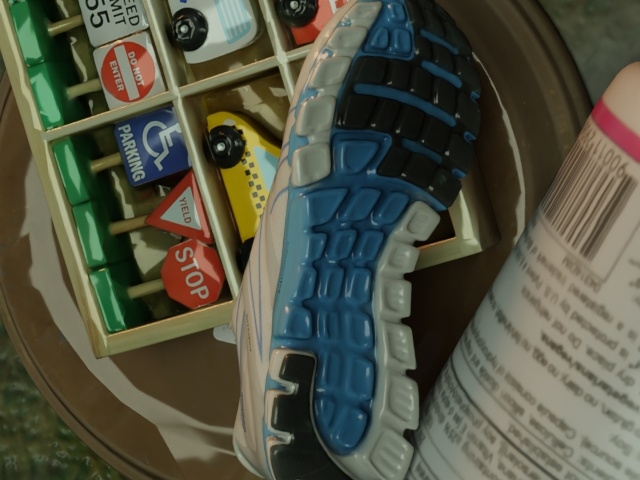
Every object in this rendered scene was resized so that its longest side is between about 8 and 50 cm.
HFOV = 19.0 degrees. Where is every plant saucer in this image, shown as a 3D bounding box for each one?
[{"bbox_3d":[-0.022,-0.012,0.788,0.278,0.041,0.277,2,96,18],"label":"plant saucer"}]

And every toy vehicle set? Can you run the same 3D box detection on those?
[{"bbox_3d":[-0.048,-0.102,0.747,0.166,0.035,0.266,-17,90,20],"label":"toy vehicle set"}]

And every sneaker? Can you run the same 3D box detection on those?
[{"bbox_3d":[0.000,0.000,0.687,0.071,0.083,0.190,17,82,-25],"label":"sneaker"}]

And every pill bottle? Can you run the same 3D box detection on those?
[{"bbox_3d":[0.109,0.094,0.686,0.160,0.160,0.283,33,106,14],"label":"pill bottle"}]
